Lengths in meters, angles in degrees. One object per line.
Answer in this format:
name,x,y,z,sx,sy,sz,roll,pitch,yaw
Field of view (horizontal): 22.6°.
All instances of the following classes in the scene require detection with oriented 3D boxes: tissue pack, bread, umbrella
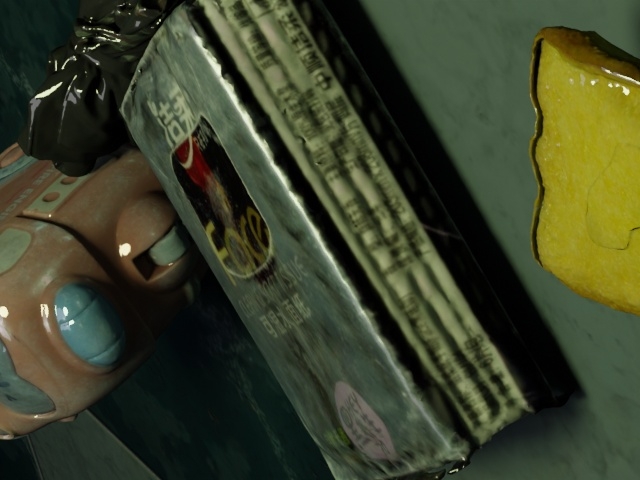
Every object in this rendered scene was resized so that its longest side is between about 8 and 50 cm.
tissue pack,0.000,0.000,1.148,0.361,0.122,0.259,59,158,1
bread,0.205,-0.012,0.789,0.233,0.088,0.161,35,150,39
umbrella,-0.173,-0.148,1.282,0.110,0.122,0.272,22,137,-10

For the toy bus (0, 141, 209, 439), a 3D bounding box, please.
toy bus,-0.222,0.036,1.421,0.232,0.294,0.197,-1,129,49
